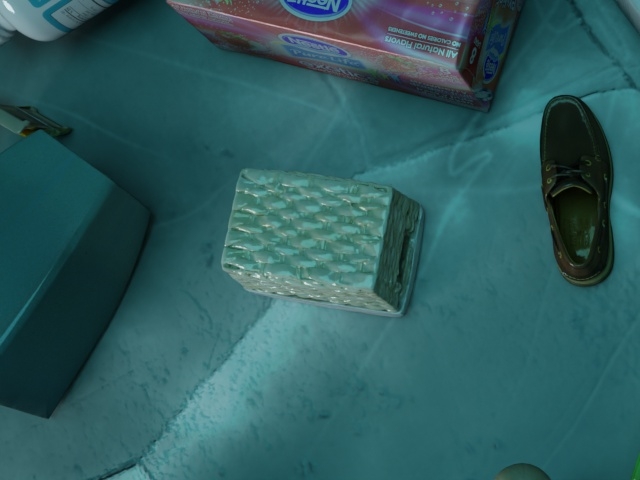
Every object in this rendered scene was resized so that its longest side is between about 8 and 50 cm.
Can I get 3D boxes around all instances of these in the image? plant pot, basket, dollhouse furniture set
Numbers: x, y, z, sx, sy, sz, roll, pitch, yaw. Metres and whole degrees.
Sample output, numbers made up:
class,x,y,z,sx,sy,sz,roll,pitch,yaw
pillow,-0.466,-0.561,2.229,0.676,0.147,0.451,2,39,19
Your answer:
class,x,y,z,sx,sy,sz,roll,pitch,yaw
plant pot,-0.288,0.024,1.258,0.165,0.165,0.234,35,86,21
basket,0.000,0.000,1.194,0.167,0.103,0.113,8,81,20
dollhouse furniture set,-0.347,-0.125,1.355,0.151,0.076,0.059,29,102,23

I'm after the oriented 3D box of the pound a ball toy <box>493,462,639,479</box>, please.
class,x,y,z,sx,sy,sz,roll,pitch,yaw
pound a ball toy,0.240,0.299,0.948,0.208,0.136,0.319,-6,101,4

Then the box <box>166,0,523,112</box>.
class,x,y,z,sx,sy,sz,roll,pitch,yaw
box,0.029,-0.239,1.210,0.299,0.142,0.154,17,86,20

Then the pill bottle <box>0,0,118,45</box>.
class,x,y,z,sx,sy,sz,roll,pitch,yaw
pill bottle,-0.258,-0.303,1.316,0.264,0.146,0.146,-30,72,10

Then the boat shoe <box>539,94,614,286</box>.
class,x,y,z,sx,sy,sz,roll,pitch,yaw
boat shoe,0.231,-0.050,1.150,0.064,0.060,0.178,-8,77,17

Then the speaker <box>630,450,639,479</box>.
class,x,y,z,sx,sy,sz,roll,pitch,yaw
speaker,0.400,0.218,1.008,0.296,0.131,0.131,19,86,21

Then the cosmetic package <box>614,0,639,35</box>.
class,x,y,z,sx,sy,sz,roll,pitch,yaw
cosmetic package,0.288,-0.297,1.168,0.117,0.085,0.231,-35,72,9
